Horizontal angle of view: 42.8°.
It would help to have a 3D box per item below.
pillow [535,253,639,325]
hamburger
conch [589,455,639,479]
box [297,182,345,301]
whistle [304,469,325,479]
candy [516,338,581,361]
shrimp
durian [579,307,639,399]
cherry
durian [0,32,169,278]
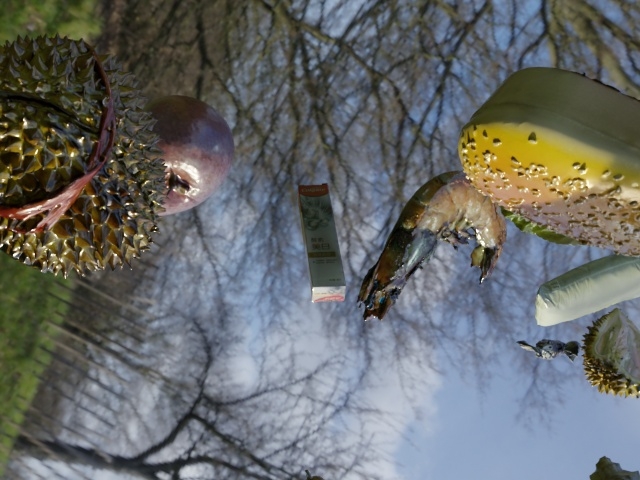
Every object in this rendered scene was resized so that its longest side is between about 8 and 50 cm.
[{"bbox_3d":[0.544,0.095,1.609,0.254,0.144,0.078,-20,-131,5],"label":"pillow"},{"bbox_3d":[0.222,-0.059,0.695,0.116,0.210,0.173,-61,170,-4],"label":"hamburger"},{"bbox_3d":[0.274,0.299,0.736,0.155,0.130,0.207,-20,-120,22],"label":"conch"},{"bbox_3d":[0.000,0.000,1.303,0.039,0.055,0.218,96,-12,-49],"label":"box"},{"bbox_3d":[0.020,0.491,1.384,0.057,0.220,0.107,-27,177,-17],"label":"whistle"},{"bbox_3d":[0.538,0.257,1.921,0.094,0.226,0.051,4,-94,38],"label":"candy"},{"bbox_3d":[0.186,0.031,1.301,0.290,0.222,0.054,-53,-145,5],"label":"shrimp"},{"bbox_3d":[0.681,0.285,1.865,0.138,0.183,0.249,-52,-176,28],"label":"durian"},{"bbox_3d":[-0.304,-0.184,1.683,0.261,0.221,0.307,-31,-151,15],"label":"cherry"},{"bbox_3d":[-0.390,-0.130,1.222,0.384,0.348,0.347,89,16,-52],"label":"durian"}]
